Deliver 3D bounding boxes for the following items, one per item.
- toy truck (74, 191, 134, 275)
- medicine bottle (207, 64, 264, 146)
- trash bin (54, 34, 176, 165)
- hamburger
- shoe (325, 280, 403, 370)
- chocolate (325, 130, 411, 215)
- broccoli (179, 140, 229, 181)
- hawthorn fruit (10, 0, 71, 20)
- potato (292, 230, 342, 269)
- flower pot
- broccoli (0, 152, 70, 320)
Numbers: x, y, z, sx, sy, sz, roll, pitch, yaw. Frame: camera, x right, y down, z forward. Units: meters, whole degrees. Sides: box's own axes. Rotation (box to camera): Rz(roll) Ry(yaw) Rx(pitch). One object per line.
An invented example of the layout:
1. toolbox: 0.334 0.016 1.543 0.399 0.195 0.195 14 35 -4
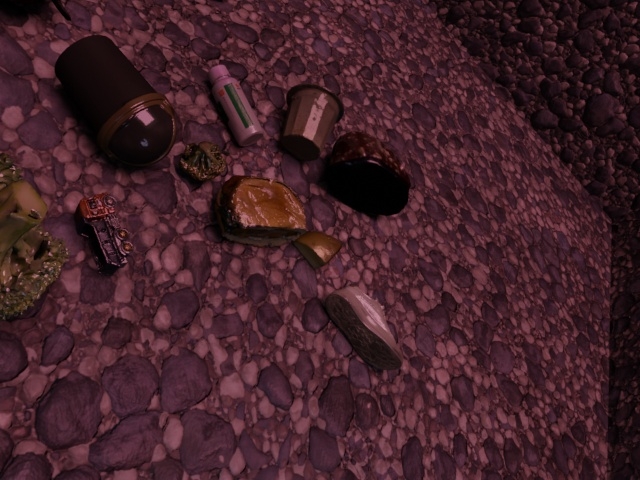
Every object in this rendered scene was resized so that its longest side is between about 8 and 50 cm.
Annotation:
1. toy truck: -0.520 -0.015 1.334 0.092 0.083 0.192 -17 79 -40
2. medicine bottle: -0.276 -0.433 1.776 0.095 0.095 0.260 -22 84 -46
3. trash bin: -0.513 -0.346 1.438 0.334 0.214 0.214 54 44 1
4. hamburger: -0.184 -0.101 1.640 0.308 0.132 0.211 2 65 -41
5. shoe: 0.156 0.254 1.751 0.316 0.124 0.159 50 38 -7
6. chocolate: 0.170 -0.255 1.982 0.340 0.225 0.210 29 43 -30
7. broccoli: -0.335 -0.232 1.593 0.131 0.120 0.130 23 56 1
8. hawthorn fruit: -0.770 -0.722 1.408 0.369 0.284 0.285 55 39 -36
9. potato: 0.000 0.000 1.781 0.120 0.081 0.149 50 44 -10
10. flower pot: -0.048 -0.393 1.901 0.212 0.212 0.203 31 63 -24
11. broccoli: -0.632 -0.006 1.108 0.249 0.301 0.376 58 18 -62
